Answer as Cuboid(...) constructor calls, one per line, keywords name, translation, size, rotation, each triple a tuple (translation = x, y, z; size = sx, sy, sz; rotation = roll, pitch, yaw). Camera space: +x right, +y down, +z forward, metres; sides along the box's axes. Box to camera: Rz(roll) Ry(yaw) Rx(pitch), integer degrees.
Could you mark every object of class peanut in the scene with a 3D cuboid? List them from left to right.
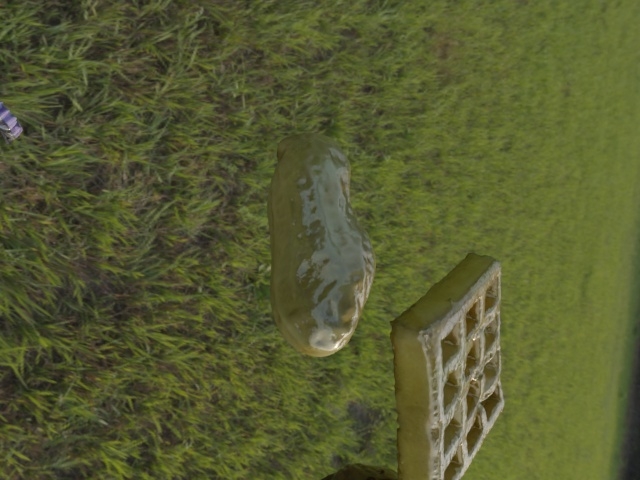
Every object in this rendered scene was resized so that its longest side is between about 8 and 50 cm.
Cuboid(name="peanut", translation=(0.000, 0.000, 0.741), size=(0.148, 0.148, 0.318), rotation=(22, 60, -57))

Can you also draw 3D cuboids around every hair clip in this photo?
Cuboid(name="hair clip", translation=(-0.581, -0.216, 0.933), size=(0.084, 0.292, 0.106), rotation=(-42, 118, -10))

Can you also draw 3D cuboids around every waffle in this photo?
Cuboid(name="waffle", translation=(0.160, 0.163, 0.638), size=(0.221, 0.055, 0.247), rotation=(-29, 119, -49))

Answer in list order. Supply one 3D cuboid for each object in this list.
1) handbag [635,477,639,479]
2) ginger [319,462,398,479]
Cuboid(name="handbag", translation=(0.342, 0.395, 0.631), size=(0.074, 0.203, 0.216), rotation=(-115, -177, -56))
Cuboid(name="ginger", translation=(0.066, 0.565, 1.049), size=(0.223, 0.269, 0.200), rotation=(38, 23, -13))
